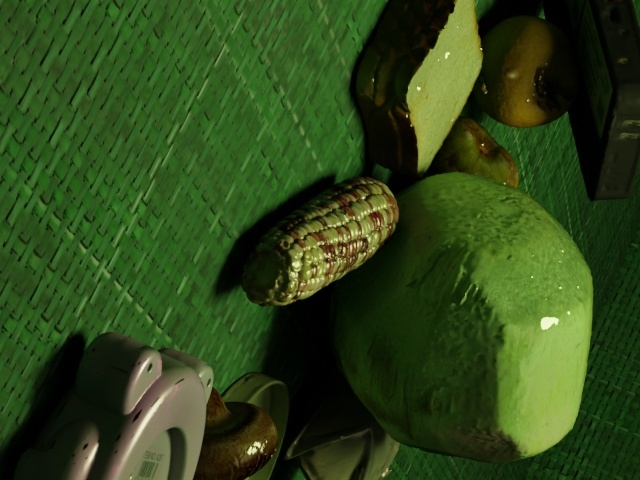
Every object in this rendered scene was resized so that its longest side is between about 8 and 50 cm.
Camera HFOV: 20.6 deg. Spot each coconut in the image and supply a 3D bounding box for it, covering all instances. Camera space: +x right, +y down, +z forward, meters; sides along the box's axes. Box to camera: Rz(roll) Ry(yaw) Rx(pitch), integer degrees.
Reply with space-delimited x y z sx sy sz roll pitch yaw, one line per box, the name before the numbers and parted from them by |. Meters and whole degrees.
coconut | 0.152 0.101 1.891 0.281 0.328 0.328 -21 135 -39

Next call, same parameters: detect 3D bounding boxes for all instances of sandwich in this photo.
sandwich | 0.108 -0.180 1.844 0.186 0.065 0.215 -62 162 -17

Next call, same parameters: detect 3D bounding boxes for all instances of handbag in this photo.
handbag | 0.050 0.203 2.050 0.270 0.117 0.182 -56 135 -34

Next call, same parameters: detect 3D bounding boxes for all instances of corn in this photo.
corn | 0.000 0.000 1.716 0.253 0.086 0.086 -31 140 -59

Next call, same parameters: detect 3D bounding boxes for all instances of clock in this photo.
clock | -0.176 0.202 1.437 0.248 0.090 0.227 -68 163 -3
clock | -0.098 0.248 1.814 0.235 0.029 0.235 -55 158 -34

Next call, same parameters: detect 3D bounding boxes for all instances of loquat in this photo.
loquat | 0.244 -0.203 2.109 0.141 0.141 0.141 -55 159 -34

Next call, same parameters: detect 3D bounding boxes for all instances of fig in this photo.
fig | 0.144 -0.067 2.051 0.185 0.133 0.127 -24 -132 57

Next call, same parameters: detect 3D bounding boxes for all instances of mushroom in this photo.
mushroom | -0.098 0.186 1.623 0.126 0.109 0.085 -21 138 -45

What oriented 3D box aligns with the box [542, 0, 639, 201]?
box | 0.337 -0.238 2.151 0.211 0.058 0.350 94 -8 -55
